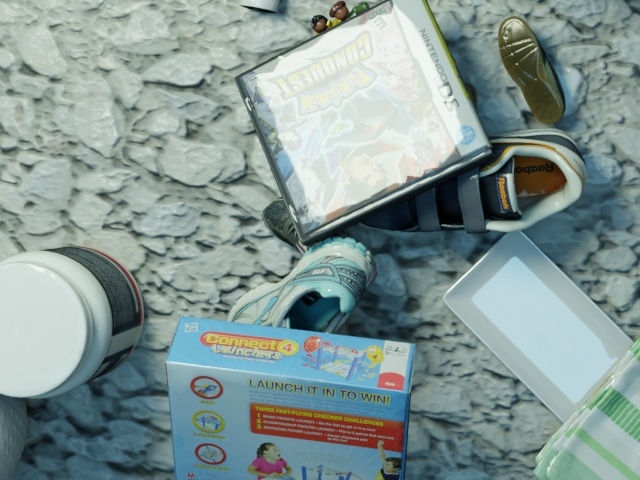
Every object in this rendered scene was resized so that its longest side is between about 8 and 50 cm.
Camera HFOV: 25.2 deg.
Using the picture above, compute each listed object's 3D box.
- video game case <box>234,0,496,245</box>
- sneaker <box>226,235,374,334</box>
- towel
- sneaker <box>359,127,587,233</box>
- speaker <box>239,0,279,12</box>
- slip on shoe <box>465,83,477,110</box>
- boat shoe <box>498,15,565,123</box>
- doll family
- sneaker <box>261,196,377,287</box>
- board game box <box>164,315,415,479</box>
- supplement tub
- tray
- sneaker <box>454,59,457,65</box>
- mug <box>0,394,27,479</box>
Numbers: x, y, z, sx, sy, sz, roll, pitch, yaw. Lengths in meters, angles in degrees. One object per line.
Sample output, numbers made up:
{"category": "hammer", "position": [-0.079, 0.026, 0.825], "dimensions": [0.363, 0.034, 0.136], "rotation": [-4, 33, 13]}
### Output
{"category": "video game case", "position": [0.054, -0.161, 1.848], "dimensions": [0.275, 0.035, 0.248], "rotation": [-25, 76, 12]}
{"category": "sneaker", "position": [-0.047, 0.110, 1.886], "dimensions": [0.110, 0.122, 0.283], "rotation": [35, 124, -14]}
{"category": "towel", "position": [0.471, 0.252, 1.898], "dimensions": [0.248, 0.038, 0.325], "rotation": [37, 96, -6]}
{"category": "sneaker", "position": [0.189, -0.073, 1.872], "dimensions": [0.321, 0.127, 0.126], "rotation": [-13, 113, 4]}
{"category": "speaker", "position": [-0.073, -0.379, 1.946], "dimensions": [0.055, 0.055, 0.136], "rotation": [11, 93, 6]}
{"category": "slip on shoe", "position": [0.187, -0.145, 1.931], "dimensions": [0.051, 0.041, 0.135], "rotation": [12, 93, 6]}
{"category": "boat shoe", "position": [0.283, -0.228, 1.914], "dimensions": [0.056, 0.049, 0.152], "rotation": [-21, 94, 25]}
{"category": "doll family", "position": [0.002, -0.245, 1.934], "dimensions": [0.111, 0.076, 0.193], "rotation": [44, 99, -1]}
{"category": "sneaker", "position": [0.000, 0.000, 1.940], "dimensions": [0.178, 0.077, 0.072], "rotation": [32, 95, 5]}
{"category": "board game box", "position": [-0.038, 0.251, 1.866], "dimensions": [0.308, 0.086, 0.302], "rotation": [7, 131, 6]}
{"category": "supplement tub", "position": [-0.352, 0.105, 1.887], "dimensions": [0.191, 0.272, 0.191], "rotation": [0, 92, 7]}
{"category": "tray", "position": [0.307, 0.123, 1.933], "dimensions": [0.270, 0.030, 0.145], "rotation": [45, 97, 3]}
{"category": "sneaker", "position": [0.103, -0.195, 1.933], "dimensions": [0.185, 0.069, 0.084], "rotation": [-20, 55, 20]}
{"category": "mug", "position": [-0.531, 0.305, 1.885], "dimensions": [0.276, 0.328, 0.374], "rotation": [0, 97, 10]}
